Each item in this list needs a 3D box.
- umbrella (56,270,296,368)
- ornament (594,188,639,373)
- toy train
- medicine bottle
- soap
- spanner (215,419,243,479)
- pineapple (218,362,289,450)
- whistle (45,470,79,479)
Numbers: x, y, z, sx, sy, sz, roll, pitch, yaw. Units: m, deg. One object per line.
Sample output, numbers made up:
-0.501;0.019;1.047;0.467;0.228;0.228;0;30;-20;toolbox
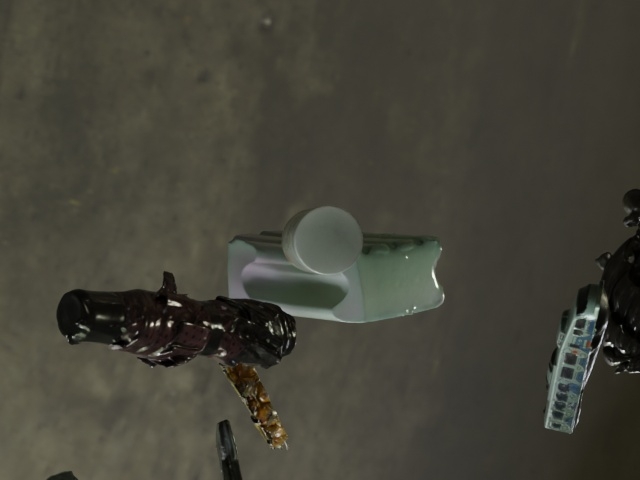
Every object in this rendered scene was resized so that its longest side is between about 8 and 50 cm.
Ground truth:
-0.149;0.095;1.606;0.326;0.090;0.094;8;126;-47;umbrella
0.442;0.063;1.878;0.251;0.260;0.106;-46;170;15;ornament
0.258;0.116;1.523;0.208;0.047;0.043;93;12;-47;toy train
0.000;0.000;1.890;0.183;0.086;0.086;-177;-77;-84;medicine bottle
0.002;0.050;2.356;0.208;0.347;0.115;-8;98;-40;soap
-0.098;0.372;1.874;0.093;0.026;0.326;-118;-161;-69;spanner
-0.102;0.208;2.142;0.047;0.221;0.221;-31;139;-5;pineapple
-0.112;0.244;1.021;0.123;0.223;0.123;-33;164;-11;whistle
